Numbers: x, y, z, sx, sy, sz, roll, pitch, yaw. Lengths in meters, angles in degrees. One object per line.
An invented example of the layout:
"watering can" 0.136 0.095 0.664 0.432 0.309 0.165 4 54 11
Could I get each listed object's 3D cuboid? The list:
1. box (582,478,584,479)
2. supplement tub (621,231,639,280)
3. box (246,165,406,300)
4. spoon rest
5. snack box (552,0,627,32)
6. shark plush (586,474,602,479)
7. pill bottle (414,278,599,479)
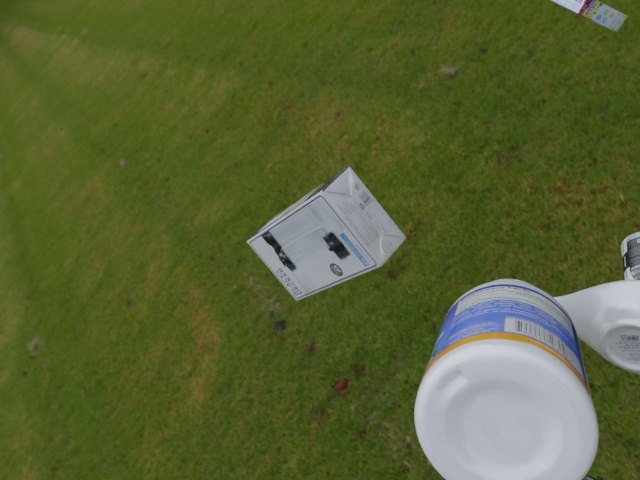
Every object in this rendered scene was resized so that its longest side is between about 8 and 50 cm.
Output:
"box" 0.461 0.613 1.136 0.191 0.143 0.381 -51 -4 16
"supplement tub" 0.907 0.076 1.565 0.116 0.117 0.190 -13 37 33
"box" 0.000 0.000 1.055 0.087 0.169 0.290 -45 11 -35
"spoon rest" 0.347 0.113 0.738 0.276 0.137 0.084 -5 25 40
"snack box" 0.510 -0.456 1.091 0.141 0.100 0.037 -104 32 -53
"shark plush" 0.610 0.559 1.230 0.067 0.073 0.161 -32 18 12
"pill bottle" 0.194 0.130 0.590 0.152 0.152 0.272 -27 2 22
